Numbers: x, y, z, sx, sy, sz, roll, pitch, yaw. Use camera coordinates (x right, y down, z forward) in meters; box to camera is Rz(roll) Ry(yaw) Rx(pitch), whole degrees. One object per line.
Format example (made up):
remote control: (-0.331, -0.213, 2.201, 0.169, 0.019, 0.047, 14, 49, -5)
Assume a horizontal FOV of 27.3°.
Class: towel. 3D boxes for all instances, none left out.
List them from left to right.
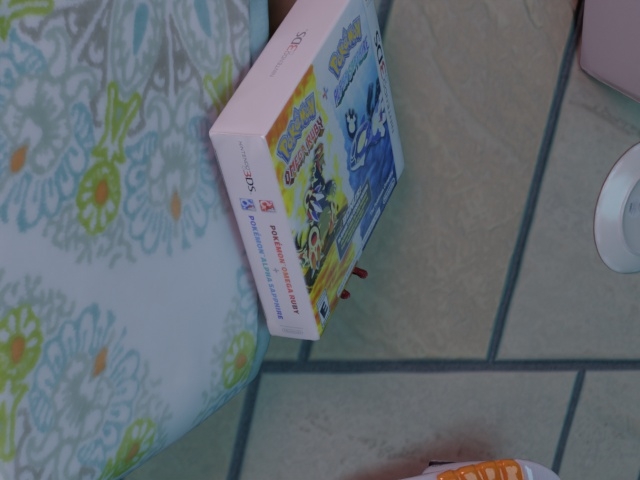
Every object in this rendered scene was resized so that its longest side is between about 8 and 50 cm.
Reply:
towel: (-0.144, -0.023, 0.832, 0.320, 0.090, 0.374, -28, 122, -56)

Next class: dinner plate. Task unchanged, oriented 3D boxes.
dinner plate: (0.327, -0.032, 1.318, 0.141, 0.017, 0.141, -13, 113, -33)

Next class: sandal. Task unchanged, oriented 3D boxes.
sandal: (0.103, 0.248, 1.216, 0.265, 0.076, 0.102, 0, 92, -17)

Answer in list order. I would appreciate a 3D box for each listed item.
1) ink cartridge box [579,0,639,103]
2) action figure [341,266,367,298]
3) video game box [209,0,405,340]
ink cartridge box: (0.427, -0.301, 1.155, 0.385, 0.160, 0.279, -27, 133, -25)
action figure: (0.000, 0.000, 1.064, 0.038, 0.030, 0.115, -46, 127, -9)
video game box: (-0.001, -0.065, 0.951, 0.205, 0.048, 0.187, -63, 147, -41)
